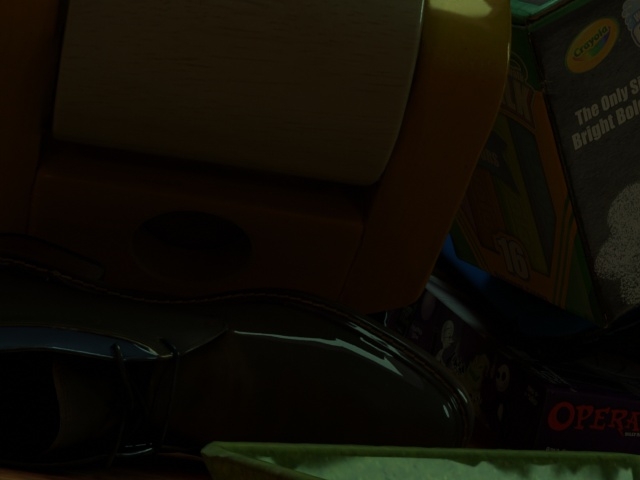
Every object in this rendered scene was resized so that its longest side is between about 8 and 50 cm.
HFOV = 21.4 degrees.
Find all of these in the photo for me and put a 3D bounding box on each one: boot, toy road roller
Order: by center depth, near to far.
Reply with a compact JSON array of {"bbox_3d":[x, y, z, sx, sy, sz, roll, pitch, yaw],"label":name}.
[{"bbox_3d":[-0.057,0.063,0.623,0.219,0.082,0.106,12,22,10],"label":"boot"},{"bbox_3d":[-0.053,-0.075,0.775,0.203,0.240,0.329,8,-37,-9],"label":"toy road roller"}]

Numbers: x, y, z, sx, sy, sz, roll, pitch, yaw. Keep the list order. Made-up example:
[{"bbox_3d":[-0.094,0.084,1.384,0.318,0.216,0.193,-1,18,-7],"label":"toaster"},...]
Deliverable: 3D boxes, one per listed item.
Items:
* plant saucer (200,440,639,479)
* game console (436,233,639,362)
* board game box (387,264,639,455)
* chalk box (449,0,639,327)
[{"bbox_3d":[0.095,0.090,0.404,0.188,0.045,0.188,8,1,-44],"label":"plant saucer"},{"bbox_3d":[0.216,0.041,0.989,0.250,0.173,0.293,-21,17,-6],"label":"game console"},{"bbox_3d":[0.151,0.060,1.005,0.208,0.056,0.347,13,11,-20],"label":"board game box"},{"bbox_3d":[0.124,-0.091,0.825,0.132,0.213,0.132,-28,27,-21],"label":"chalk box"}]
